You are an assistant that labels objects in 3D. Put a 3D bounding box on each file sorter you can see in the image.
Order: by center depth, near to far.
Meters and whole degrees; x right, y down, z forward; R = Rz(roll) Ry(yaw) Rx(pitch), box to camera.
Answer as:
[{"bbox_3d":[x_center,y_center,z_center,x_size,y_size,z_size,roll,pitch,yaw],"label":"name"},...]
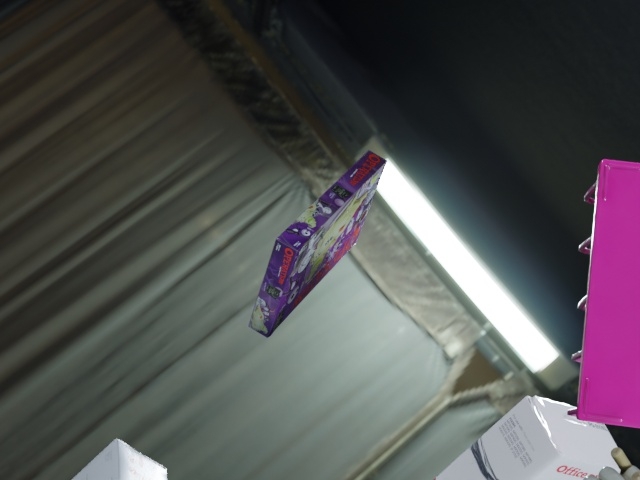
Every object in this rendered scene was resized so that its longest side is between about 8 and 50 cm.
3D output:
[{"bbox_3d":[0.401,0.078,1.199,0.202,0.291,0.182,7,-9,5],"label":"file sorter"}]

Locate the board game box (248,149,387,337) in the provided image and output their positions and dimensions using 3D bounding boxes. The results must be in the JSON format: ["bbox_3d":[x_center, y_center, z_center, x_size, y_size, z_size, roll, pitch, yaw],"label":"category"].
[{"bbox_3d":[0.000,0.000,1.797,0.056,0.347,0.208,33,-49,10],"label":"board game box"}]

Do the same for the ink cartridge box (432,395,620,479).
[{"bbox_3d":[0.271,0.330,1.387,0.172,0.237,0.100,20,32,-40],"label":"ink cartridge box"}]

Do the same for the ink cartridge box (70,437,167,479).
[{"bbox_3d":[-0.394,0.553,1.783,0.130,0.272,0.309,40,16,-29],"label":"ink cartridge box"}]

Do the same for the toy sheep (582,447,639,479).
[{"bbox_3d":[0.232,0.221,0.807,0.091,0.132,0.091,53,4,-5],"label":"toy sheep"}]
